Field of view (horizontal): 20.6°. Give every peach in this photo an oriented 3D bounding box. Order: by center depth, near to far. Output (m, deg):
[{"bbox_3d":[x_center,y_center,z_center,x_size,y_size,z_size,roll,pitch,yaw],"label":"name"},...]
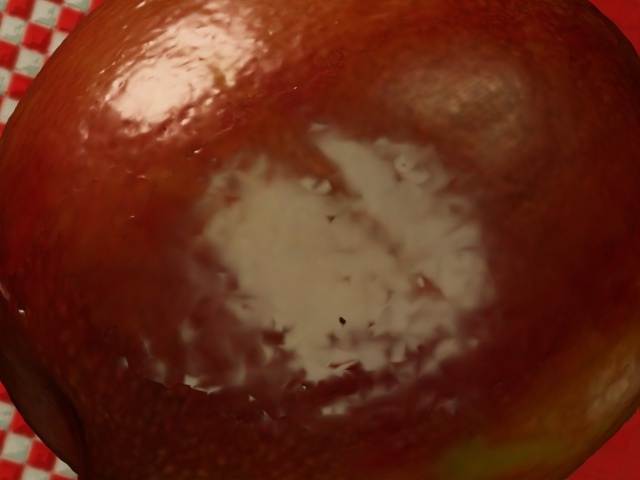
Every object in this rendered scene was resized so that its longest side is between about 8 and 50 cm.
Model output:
[{"bbox_3d":[0.001,0.000,0.909,0.372,0.290,0.373,2,79,-11],"label":"peach"}]
